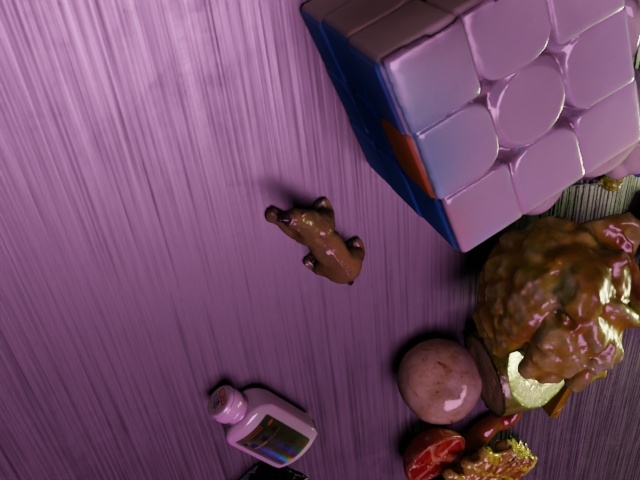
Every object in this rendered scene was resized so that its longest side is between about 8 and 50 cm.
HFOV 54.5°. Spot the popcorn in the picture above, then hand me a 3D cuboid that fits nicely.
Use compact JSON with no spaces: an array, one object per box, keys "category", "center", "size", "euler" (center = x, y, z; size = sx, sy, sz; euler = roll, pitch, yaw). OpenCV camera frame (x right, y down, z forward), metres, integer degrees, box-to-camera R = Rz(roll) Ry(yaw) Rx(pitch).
[{"category":"popcorn","center":[0.423,0.095,1.107],"size":[0.279,0.335,0.274],"euler":[11,134,7]}]

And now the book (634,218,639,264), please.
[{"category":"book","center":[0.726,0.026,1.337],"size":[0.191,0.025,0.269],"euler":[5,118,-23]}]

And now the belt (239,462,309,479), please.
[{"category":"belt","center":[-0.110,0.529,1.238],"size":[0.198,0.151,0.078],"euler":[-37,131,14]}]

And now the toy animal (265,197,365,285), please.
[{"category":"toy animal","center":[0.000,0.000,0.985],"size":[0.103,0.101,0.218],"euler":[-36,126,4]}]

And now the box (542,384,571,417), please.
[{"category":"box","center":[0.534,0.312,1.395],"size":[0.023,0.087,0.155],"euler":[7,117,-24]}]

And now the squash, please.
[{"category":"squash","center":[0.440,0.233,1.251],"size":[0.261,0.189,0.189],"euler":[-14,124,-8]}]

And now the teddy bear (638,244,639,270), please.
[{"category":"teddy bear","center":[0.678,0.040,1.156],"size":[0.256,0.156,0.267],"euler":[-29,152,-18]}]

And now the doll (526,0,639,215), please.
[{"category":"doll","center":[0.534,-0.205,1.041],"size":[0.366,0.186,0.376],"euler":[5,142,-14]}]

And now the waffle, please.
[{"category":"waffle","center":[0.387,0.559,1.470],"size":[0.308,0.060,0.311],"euler":[-22,141,-13]}]

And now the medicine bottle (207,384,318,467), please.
[{"category":"medicine bottle","center":[-0.114,0.342,1.163],"size":[0.115,0.078,0.219],"euler":[-43,126,9]}]

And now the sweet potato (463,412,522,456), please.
[{"category":"sweet potato","center":[0.387,0.436,1.434],"size":[0.202,0.055,0.058],"euler":[-36,168,1]}]

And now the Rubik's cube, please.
[{"category":"Rubik's cube","center":[0.189,-0.218,0.809],"size":[0.291,0.291,0.290],"euler":[-31,125,-2]}]

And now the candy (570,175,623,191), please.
[{"category":"candy","center":[0.512,-0.108,1.170],"size":[0.123,0.035,0.035],"euler":[-4,78,-9]}]

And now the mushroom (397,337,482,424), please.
[{"category":"mushroom","center":[0.236,0.275,1.225],"size":[0.167,0.127,0.166],"euler":[0,88,11]}]

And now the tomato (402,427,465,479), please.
[{"category":"tomato","center":[0.243,0.464,1.382],"size":[0.156,0.069,0.155],"euler":[-16,133,-19]}]
